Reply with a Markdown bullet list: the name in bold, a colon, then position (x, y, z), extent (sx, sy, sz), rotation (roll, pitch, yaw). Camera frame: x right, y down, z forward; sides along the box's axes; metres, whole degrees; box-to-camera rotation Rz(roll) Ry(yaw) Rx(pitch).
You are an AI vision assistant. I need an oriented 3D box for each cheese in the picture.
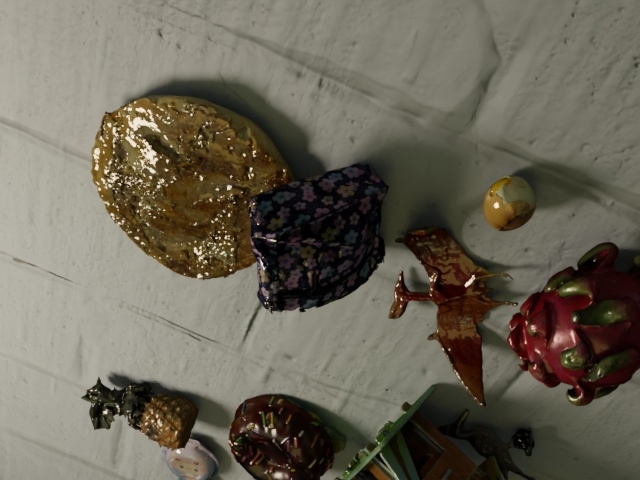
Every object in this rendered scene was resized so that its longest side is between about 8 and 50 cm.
- **cheese**: position (-0.292, 0.517, 1.926), extent (0.135, 0.052, 0.245), rotation (11, 135, 10)

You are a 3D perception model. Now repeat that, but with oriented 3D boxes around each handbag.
- **handbag**: position (0.000, 0.000, 1.243), extent (0.127, 0.228, 0.208), rotation (49, 151, 35)

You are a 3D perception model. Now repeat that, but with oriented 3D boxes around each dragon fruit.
- **dragon fruit**: position (0.401, 0.102, 1.195), extent (0.198, 0.272, 0.218), rotation (40, 167, 53)

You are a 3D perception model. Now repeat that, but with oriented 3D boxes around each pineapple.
- **pineapple**: position (-0.380, 0.354, 1.759), extent (0.237, 0.119, 0.111), rotation (18, 122, 5)

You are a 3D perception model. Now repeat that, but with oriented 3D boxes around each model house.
- **model house**: position (0.166, 0.509, 1.489), extent (0.323, 0.340, 0.300), rotation (42, 134, 11)

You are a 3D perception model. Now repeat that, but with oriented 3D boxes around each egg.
- **egg**: position (0.260, -0.049, 1.173), extent (0.071, 0.071, 0.083), rotation (26, 148, -5)

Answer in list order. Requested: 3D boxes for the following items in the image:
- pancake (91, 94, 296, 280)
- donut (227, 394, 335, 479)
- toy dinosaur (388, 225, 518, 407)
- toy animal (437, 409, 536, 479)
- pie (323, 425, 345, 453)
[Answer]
- **pancake**: position (-0.200, -0.084, 1.315), extent (0.355, 0.065, 0.356), rotation (10, 136, 10)
- **donut**: position (-0.084, 0.420, 1.718), extent (0.235, 0.089, 0.235), rotation (15, 130, 18)
- **toy dinosaur**: position (0.197, 0.094, 1.304), extent (0.206, 0.113, 0.327), rotation (14, 133, 7)
- **toy animal**: position (0.313, 0.376, 1.560), extent (0.202, 0.070, 0.105), rotation (17, 93, 15)
- **pie**: position (0.011, 0.407, 1.733), extent (0.084, 0.020, 0.084), rotation (12, 134, 12)
